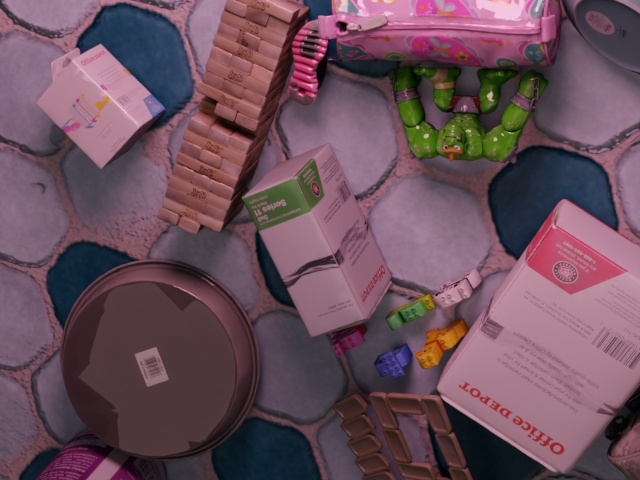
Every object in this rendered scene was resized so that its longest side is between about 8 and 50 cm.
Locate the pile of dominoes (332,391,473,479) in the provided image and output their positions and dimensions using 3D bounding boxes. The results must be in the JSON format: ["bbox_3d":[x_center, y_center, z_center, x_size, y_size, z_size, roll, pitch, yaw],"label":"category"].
[{"bbox_3d":[0.130,0.298,1.992,0.196,0.040,0.251,1,123,40],"label":"pile of dominoes"}]

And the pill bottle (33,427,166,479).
[{"bbox_3d":[-0.345,0.397,2.051,0.169,0.301,0.169,6,111,15],"label":"pill bottle"}]

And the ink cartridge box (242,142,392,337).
[{"bbox_3d":[0.000,0.000,1.882,0.087,0.153,0.208,-21,102,23],"label":"ink cartridge box"}]

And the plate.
[{"bbox_3d":[0.353,-0.245,1.684,0.188,0.188,0.024,37,73,0],"label":"plate"}]

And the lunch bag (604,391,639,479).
[{"bbox_3d":[0.531,0.303,1.811,0.305,0.212,0.256,50,132,-3],"label":"lunch bag"}]

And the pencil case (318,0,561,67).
[{"bbox_3d":[0.147,-0.268,1.754,0.284,0.124,0.124,4,111,14],"label":"pencil case"}]

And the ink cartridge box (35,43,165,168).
[{"bbox_3d":[-0.298,-0.185,1.932,0.143,0.092,0.090,45,116,-2],"label":"ink cartridge box"}]

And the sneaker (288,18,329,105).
[{"bbox_3d":[-0.008,-0.232,1.846,0.047,0.057,0.119,26,128,15],"label":"sneaker"}]

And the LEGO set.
[{"bbox_3d":[0.120,0.132,1.929,0.227,0.093,0.087,-27,101,23],"label":"LEGO set"}]

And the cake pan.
[{"bbox_3d":[-0.232,0.174,2.036,0.293,0.054,0.293,1,98,9],"label":"cake pan"}]

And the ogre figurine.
[{"bbox_3d":[0.180,-0.155,1.804,0.197,0.097,0.118,1,97,4],"label":"ogre figurine"}]

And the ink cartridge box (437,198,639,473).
[{"bbox_3d":[0.310,0.124,1.857,0.207,0.117,0.283,33,115,2],"label":"ink cartridge box"}]

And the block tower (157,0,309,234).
[{"bbox_3d":[-0.111,-0.170,1.884,0.091,0.097,0.335,24,117,6],"label":"block tower"}]
